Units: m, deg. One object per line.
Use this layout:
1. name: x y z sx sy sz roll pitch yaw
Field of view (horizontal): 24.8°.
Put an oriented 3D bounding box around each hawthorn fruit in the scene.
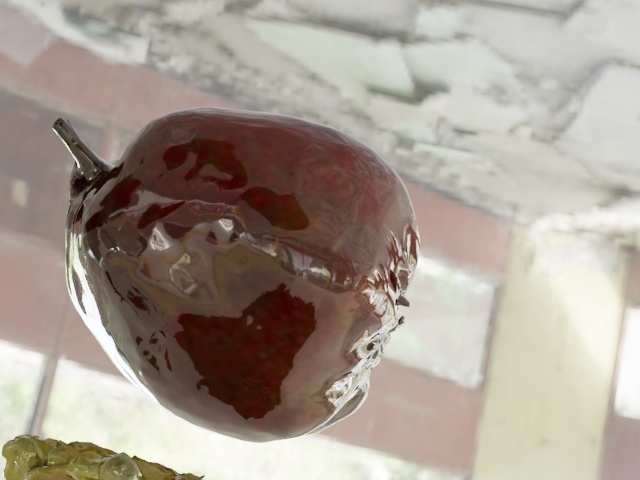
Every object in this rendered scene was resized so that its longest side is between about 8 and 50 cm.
1. hawthorn fruit: -0.074 0.032 1.286 0.325 0.308 0.308 0 165 8

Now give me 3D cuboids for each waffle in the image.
1. waffle: -0.073 0.200 1.026 0.301 0.058 0.281 28 164 -39
